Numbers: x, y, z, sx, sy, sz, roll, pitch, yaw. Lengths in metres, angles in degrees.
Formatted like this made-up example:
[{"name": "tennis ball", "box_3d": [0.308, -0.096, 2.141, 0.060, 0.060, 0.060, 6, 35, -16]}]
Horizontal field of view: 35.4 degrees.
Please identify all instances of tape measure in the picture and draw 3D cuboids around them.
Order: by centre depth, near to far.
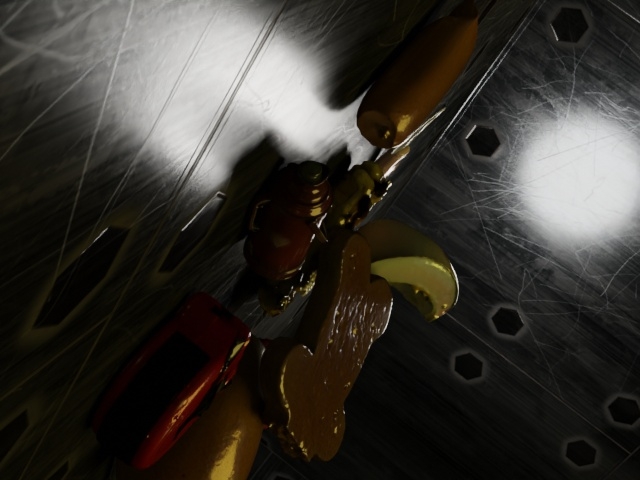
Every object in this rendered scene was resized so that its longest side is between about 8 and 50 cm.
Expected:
[{"name": "tape measure", "box_3d": [-0.213, 0.211, 1.446, 0.260, 0.114, 0.253, -49, 173, -30]}]

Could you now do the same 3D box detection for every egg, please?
[{"name": "egg", "box_3d": [0.150, 0.040, 2.063, 0.206, 0.271, 0.162, 110, -22, -45]}]

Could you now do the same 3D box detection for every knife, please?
[{"name": "knife", "box_3d": [0.181, -0.213, 2.209, 0.081, 0.043, 0.336, -34, 173, -26]}]

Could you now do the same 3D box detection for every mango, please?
[{"name": "mango", "box_3d": [-0.207, 0.326, 1.741, 0.378, 0.221, 0.264, -62, 167, -16]}]

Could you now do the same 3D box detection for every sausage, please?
[{"name": "sausage", "box_3d": [0.174, -0.282, 1.606, 0.328, 0.112, 0.112, -52, 175, -25]}]

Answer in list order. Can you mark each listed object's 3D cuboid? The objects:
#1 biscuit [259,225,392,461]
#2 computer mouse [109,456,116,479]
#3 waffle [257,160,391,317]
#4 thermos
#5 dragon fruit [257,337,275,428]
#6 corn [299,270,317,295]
[{"name": "biscuit", "box_3d": [0.003, 0.187, 1.801, 0.394, 0.076, 0.368, -66, 152, -22]}, {"name": "computer mouse", "box_3d": [-0.347, 0.406, 1.907, 0.126, 0.056, 0.245, -49, 175, -31]}, {"name": "waffle", "box_3d": [0.000, 0.000, 2.013, 0.380, 0.095, 0.382, -51, 177, -6]}, {"name": "thermos", "box_3d": [-0.044, -0.038, 1.406, 0.124, 0.099, 0.232, -8, 153, -21]}, {"name": "dragon fruit", "box_3d": [-0.177, 0.338, 2.389, 0.148, 0.223, 0.218, 14, 79, -48]}, {"name": "corn", "box_3d": [-0.004, 0.041, 2.326, 0.211, 0.087, 0.087, -43, 171, -29]}]
